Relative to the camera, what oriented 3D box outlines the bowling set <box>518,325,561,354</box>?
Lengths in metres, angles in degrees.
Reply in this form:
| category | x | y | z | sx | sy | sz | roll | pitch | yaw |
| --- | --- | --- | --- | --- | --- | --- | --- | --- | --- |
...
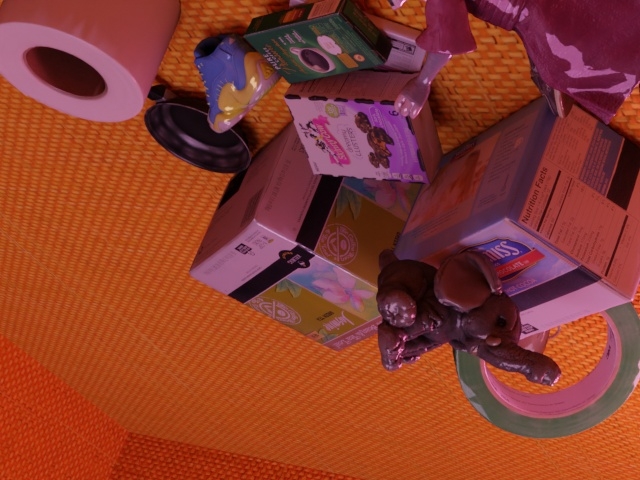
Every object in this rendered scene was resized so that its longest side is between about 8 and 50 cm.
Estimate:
| category | x | y | z | sx | sy | sz | roll | pitch | yaw |
| --- | --- | --- | --- | --- | --- | --- | --- | --- | --- |
| bowling set | 0.284 | 0.095 | 2.195 | 0.287 | 0.200 | 0.154 | 20 | 113 | -6 |

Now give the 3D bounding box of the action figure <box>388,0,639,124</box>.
| category | x | y | z | sx | sy | sz | roll | pitch | yaw |
| --- | --- | --- | --- | --- | --- | --- | --- | --- | --- |
| action figure | 0.215 | -0.273 | 1.332 | 0.370 | 0.248 | 0.276 | 19 | 154 | 0 |

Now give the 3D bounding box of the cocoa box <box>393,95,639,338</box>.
| category | x | y | z | sx | sy | sz | roll | pitch | yaw |
| --- | --- | --- | --- | --- | --- | --- | --- | --- | --- |
| cocoa box | 0.295 | -0.022 | 1.790 | 0.228 | 0.231 | 0.347 | 31 | 154 | -15 |

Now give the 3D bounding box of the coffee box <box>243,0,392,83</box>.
| category | x | y | z | sx | sy | sz | roll | pitch | yaw |
| --- | --- | --- | --- | --- | --- | --- | --- | --- | --- |
| coffee box | -0.005 | -0.277 | 1.687 | 0.184 | 0.040 | 0.113 | -6 | 144 | 43 |

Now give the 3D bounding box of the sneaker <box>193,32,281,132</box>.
| category | x | y | z | sx | sy | sz | roll | pitch | yaw |
| --- | --- | --- | --- | --- | --- | --- | --- | --- | --- |
| sneaker | -0.144 | -0.254 | 1.878 | 0.126 | 0.091 | 0.240 | 46 | 151 | -7 |

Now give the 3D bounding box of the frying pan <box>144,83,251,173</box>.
| category | x | y | z | sx | sy | sz | roll | pitch | yaw |
| --- | --- | --- | --- | --- | --- | --- | --- | --- | --- |
| frying pan | -0.259 | -0.214 | 2.064 | 0.326 | 0.053 | 0.197 | 32 | 153 | -17 |

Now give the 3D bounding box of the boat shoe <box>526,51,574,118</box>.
| category | x | y | z | sx | sy | sz | roll | pitch | yaw |
| --- | --- | --- | --- | --- | --- | --- | --- | --- | --- |
| boat shoe | 0.301 | -0.223 | 1.600 | 0.049 | 0.056 | 0.152 | 12 | 145 | 30 |

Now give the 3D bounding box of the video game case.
| category | x | y | z | sx | sy | sz | roll | pitch | yaw |
| --- | --- | --- | --- | --- | --- | --- | --- | --- | --- |
| video game case | 0.046 | -0.269 | 1.741 | 0.201 | 0.023 | 0.183 | 19 | 155 | 2 |

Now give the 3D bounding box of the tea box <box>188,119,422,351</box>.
| category | x | y | z | sx | sy | sz | roll | pitch | yaw |
| --- | --- | --- | --- | --- | --- | --- | --- | --- | --- |
| tea box | 0.000 | 0.000 | 2.087 | 0.323 | 0.220 | 0.329 | 27 | 154 | -14 |

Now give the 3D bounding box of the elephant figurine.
| category | x | y | z | sx | sy | sz | roll | pitch | yaw |
| --- | --- | --- | --- | --- | --- | --- | --- | --- | --- |
| elephant figurine | 0.200 | 0.102 | 1.681 | 0.239 | 0.186 | 0.169 | -4 | -176 | 7 |

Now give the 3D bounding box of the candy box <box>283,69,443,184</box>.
| category | x | y | z | sx | sy | sz | roll | pitch | yaw |
| --- | --- | --- | --- | --- | --- | --- | --- | --- | --- |
| candy box | 0.065 | -0.168 | 1.789 | 0.196 | 0.070 | 0.165 | 6 | 141 | 27 |

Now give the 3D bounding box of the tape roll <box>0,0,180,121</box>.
| category | x | y | z | sx | sy | sz | roll | pitch | yaw |
| --- | --- | --- | --- | --- | --- | --- | --- | --- | --- |
| tape roll | -0.346 | -0.310 | 1.787 | 0.246 | 0.169 | 0.246 | 16 | 157 | 7 |

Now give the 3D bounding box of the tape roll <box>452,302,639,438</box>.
| category | x | y | z | sx | sy | sz | roll | pitch | yaw |
| --- | --- | --- | --- | --- | --- | --- | --- | --- | --- |
| tape roll | 0.387 | 0.181 | 2.077 | 0.321 | 0.321 | 0.077 | 26 | -161 | -9 |
